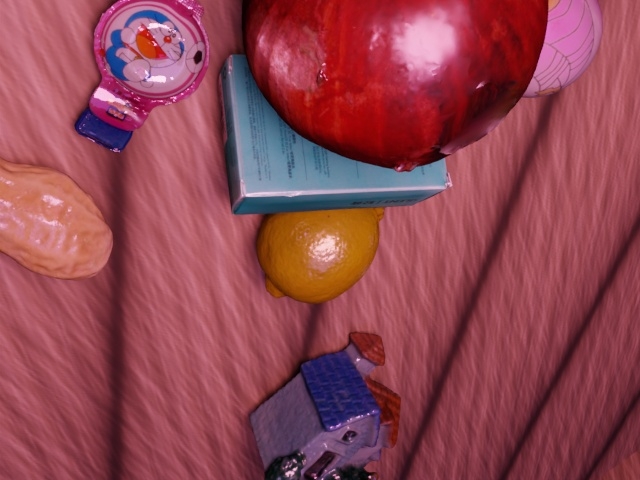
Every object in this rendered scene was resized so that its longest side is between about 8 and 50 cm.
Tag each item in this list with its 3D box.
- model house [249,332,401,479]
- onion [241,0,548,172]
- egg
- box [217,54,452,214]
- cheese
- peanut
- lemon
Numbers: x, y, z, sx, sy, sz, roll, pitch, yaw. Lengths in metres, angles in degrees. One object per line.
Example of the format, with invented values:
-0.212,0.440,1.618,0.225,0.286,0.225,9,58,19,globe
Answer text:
0.065,0.370,1.197,0.329,0.251,0.295,-47,125,5,model house
0.085,-0.235,0.654,0.341,0.341,0.341,-10,125,-15,onion
0.289,-0.326,0.838,0.271,0.196,0.196,30,108,-40,egg
0.016,-0.150,0.841,0.311,0.118,0.205,-5,83,-18,box
-0.245,-0.229,0.783,0.155,0.062,0.244,29,109,-35,cheese
-0.432,-0.050,0.788,0.313,0.149,0.149,29,108,-28,peanut
0.000,0.000,0.953,0.248,0.184,0.184,-40,127,1,lemon
